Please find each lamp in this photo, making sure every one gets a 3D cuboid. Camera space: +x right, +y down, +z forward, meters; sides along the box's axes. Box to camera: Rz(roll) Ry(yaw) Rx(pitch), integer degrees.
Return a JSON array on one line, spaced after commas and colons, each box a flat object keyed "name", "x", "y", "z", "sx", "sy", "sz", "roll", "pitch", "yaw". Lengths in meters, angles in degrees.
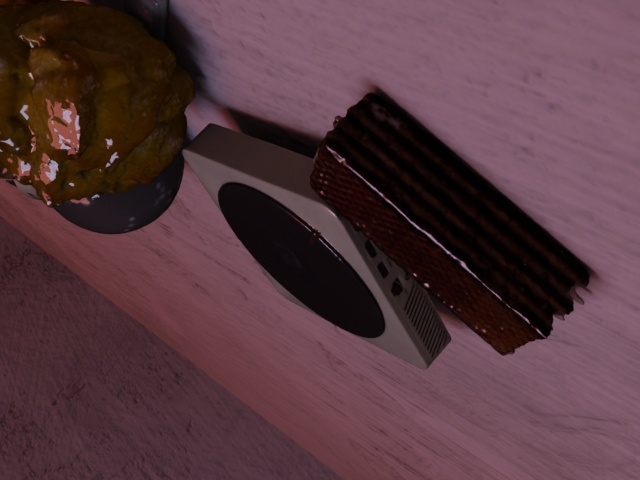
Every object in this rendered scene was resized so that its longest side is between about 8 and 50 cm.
[{"name": "lamp", "x": -0.299, "y": -0.090, "z": 1.280, "sx": 0.182, "sy": 0.182, "sz": 0.313, "roll": 49, "pitch": 151, "yaw": -18}]

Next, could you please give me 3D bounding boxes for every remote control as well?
[{"name": "remote control", "x": -0.179, "y": -0.230, "z": 0.991, "sx": 0.053, "sy": 0.018, "sz": 0.124, "roll": 44, "pitch": 163, "yaw": 3}]

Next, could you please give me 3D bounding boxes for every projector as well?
[{"name": "projector", "x": 0.000, "y": 0.000, "z": 1.033, "sx": 0.259, "sy": 0.079, "sz": 0.257, "roll": 25, "pitch": 155, "yaw": 46}]

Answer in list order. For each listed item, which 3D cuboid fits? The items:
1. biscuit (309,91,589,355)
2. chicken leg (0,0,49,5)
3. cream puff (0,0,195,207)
[{"name": "biscuit", "x": 0.104, "y": -0.007, "z": 0.807, "sx": 0.252, "sy": 0.070, "sz": 0.106, "roll": 41, "pitch": 163, "yaw": 5}, {"name": "chicken leg", "x": -0.398, "y": -0.334, "z": 1.063, "sx": 0.409, "sy": 0.182, "sz": 0.295, "roll": 34, "pitch": 177, "yaw": -25}, {"name": "cream puff", "x": -0.253, "y": -0.141, "z": 1.006, "sx": 0.244, "sy": 0.196, "sz": 0.244, "roll": 7, "pitch": 135, "yaw": 7}]
